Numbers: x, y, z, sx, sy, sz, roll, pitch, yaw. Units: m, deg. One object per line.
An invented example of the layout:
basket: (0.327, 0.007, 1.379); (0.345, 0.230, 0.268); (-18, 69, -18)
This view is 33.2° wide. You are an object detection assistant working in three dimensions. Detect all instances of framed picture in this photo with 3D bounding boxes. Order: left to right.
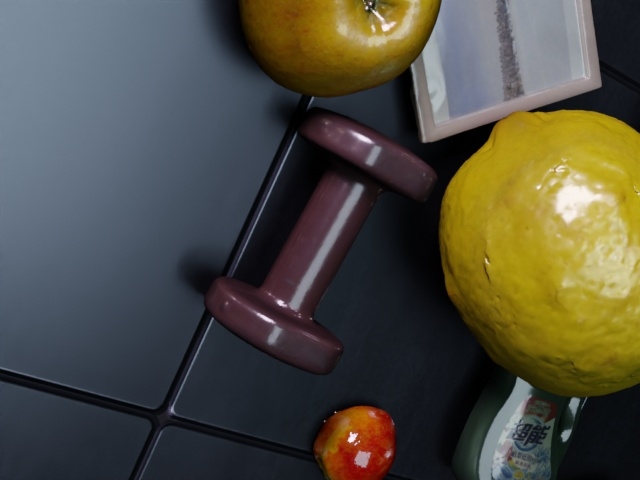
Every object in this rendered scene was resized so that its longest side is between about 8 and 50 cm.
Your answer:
framed picture: (0.163, -0.259, 1.028); (0.213, 0.016, 0.289); (-19, 110, -19)

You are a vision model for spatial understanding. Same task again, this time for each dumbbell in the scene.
dumbbell: (0.000, 0.000, 0.986); (0.140, 0.124, 0.225); (26, 94, -30)

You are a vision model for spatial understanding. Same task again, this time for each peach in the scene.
peach: (0.044, 0.223, 1.120); (0.098, 0.061, 0.098); (-5, 106, -18)

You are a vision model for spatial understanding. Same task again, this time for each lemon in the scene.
lemon: (0.245, 0.013, 1.040); (0.260, 0.260, 0.284); (-23, 120, -18)

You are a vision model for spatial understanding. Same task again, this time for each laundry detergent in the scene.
laundry detergent: (0.236, 0.179, 1.195); (0.144, 0.078, 0.222); (18, 96, -32)

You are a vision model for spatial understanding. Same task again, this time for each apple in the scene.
apple: (0.018, -0.210, 0.905); (0.182, 0.155, 0.183); (-10, 111, -26)
